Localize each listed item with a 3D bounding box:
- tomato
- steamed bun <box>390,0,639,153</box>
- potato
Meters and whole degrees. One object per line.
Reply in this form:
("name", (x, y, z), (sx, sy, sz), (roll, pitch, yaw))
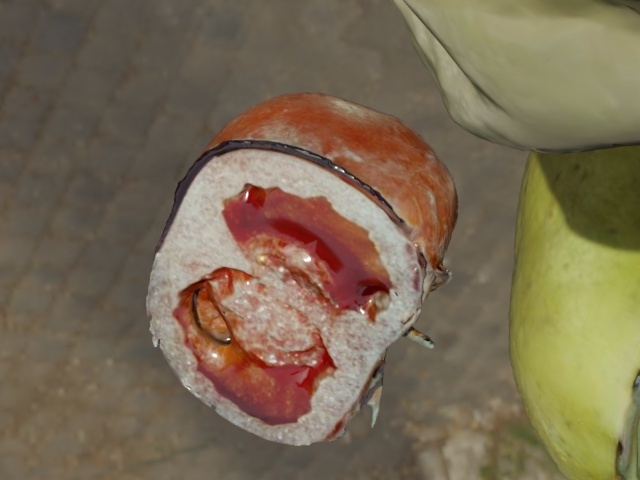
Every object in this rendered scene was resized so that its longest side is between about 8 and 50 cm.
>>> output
("tomato", (0.000, 0.000, 1.122), (0.181, 0.155, 0.214), (33, 128, -1))
("steamed bun", (0.120, -0.211, 0.552), (0.368, 0.342, 0.255), (-19, 137, 40))
("potato", (0.211, 0.036, 1.221), (0.280, 0.213, 0.330), (-59, 142, -10))
